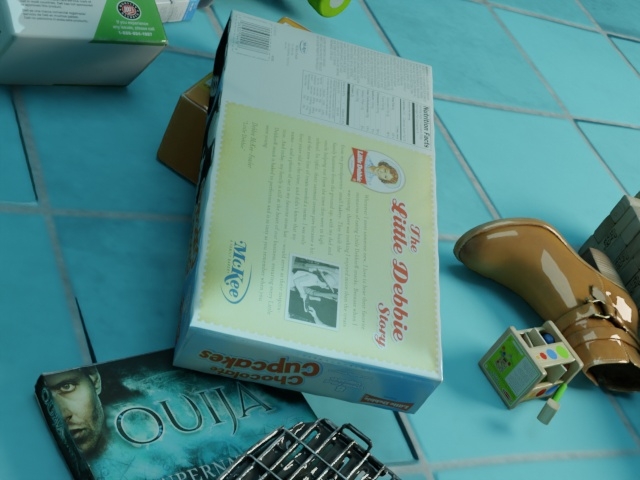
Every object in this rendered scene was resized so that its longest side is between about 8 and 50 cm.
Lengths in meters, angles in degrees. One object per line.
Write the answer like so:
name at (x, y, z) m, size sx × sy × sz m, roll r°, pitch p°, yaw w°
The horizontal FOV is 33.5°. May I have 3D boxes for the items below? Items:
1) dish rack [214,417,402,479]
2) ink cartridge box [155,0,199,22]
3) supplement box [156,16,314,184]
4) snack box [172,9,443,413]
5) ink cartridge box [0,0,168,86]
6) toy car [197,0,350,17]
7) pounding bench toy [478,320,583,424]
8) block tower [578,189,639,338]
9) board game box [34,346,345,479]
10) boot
dish rack at (0.036, 0.241, 0.654) m, size 0.271 × 0.074 × 0.208 m, roll 39°, pitch 35°, yaw 11°
ink cartridge box at (-0.173, -0.251, 1.106) m, size 0.048 × 0.028 × 0.083 m, roll 47°, pitch 39°, yaw 20°
supplement box at (-0.061, -0.132, 1.011) m, size 0.080 × 0.078 × 0.233 m, roll 33°, pitch 35°, yaw 6°
snack box at (-0.002, -0.033, 0.839) m, size 0.187 × 0.060 × 0.322 m, roll 14°, pitch 51°, yaw -13°
ink cartridge box at (-0.243, -0.248, 0.948) m, size 0.153 × 0.087 × 0.208 m, roll -5°, pitch 71°, yaw -40°
toy car at (-0.081, -0.320, 1.209) m, size 0.188 × 0.149 × 0.155 m, roll -27°, pitch 58°, yaw -18°
pounding bench toy at (0.194, 0.119, 0.925) m, size 0.065 × 0.052 × 0.083 m, roll -3°, pitch 49°, yaw -39°
block tower at (0.362, 0.096, 1.046) m, size 0.091 × 0.097 × 0.335 m, roll 13°, pitch 38°, yaw -25°
board game box at (-0.087, 0.129, 0.729) m, size 0.186 × 0.026 × 0.126 m, roll -8°, pitch 52°, yaw -42°
boot at (0.225, 0.062, 1.003) m, size 0.197 × 0.073 × 0.152 m, roll 12°, pitch 45°, yaw -22°
